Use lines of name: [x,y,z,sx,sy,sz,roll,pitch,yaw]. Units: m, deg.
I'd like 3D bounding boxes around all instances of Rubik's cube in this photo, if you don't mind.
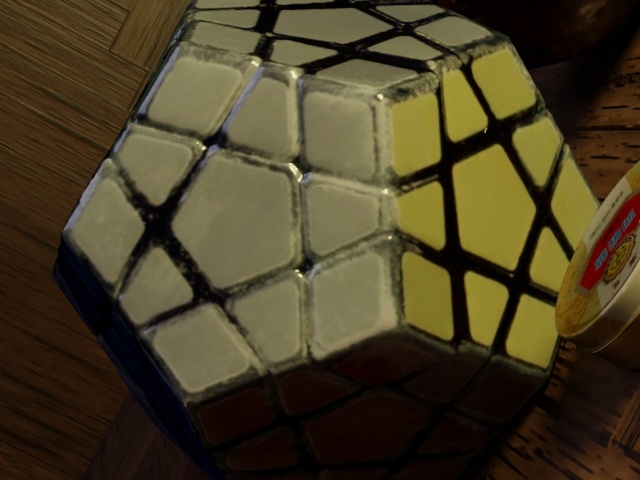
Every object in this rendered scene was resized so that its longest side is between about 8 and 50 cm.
Rubik's cube: [0.000,0.000,0.983,0.264,0.319,0.319,-36,2,-14]

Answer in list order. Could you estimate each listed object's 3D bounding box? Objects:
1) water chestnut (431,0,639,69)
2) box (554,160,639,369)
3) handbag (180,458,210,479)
water chestnut: [0.145,-0.275,1.086,0.335,0.347,0.335,-6,-90,-72]
box: [0.153,0.009,0.806,0.105,0.037,0.105,-60,9,15]
handbag: [-0.035,0.142,1.412,0.260,0.084,0.275,-50,15,46]
